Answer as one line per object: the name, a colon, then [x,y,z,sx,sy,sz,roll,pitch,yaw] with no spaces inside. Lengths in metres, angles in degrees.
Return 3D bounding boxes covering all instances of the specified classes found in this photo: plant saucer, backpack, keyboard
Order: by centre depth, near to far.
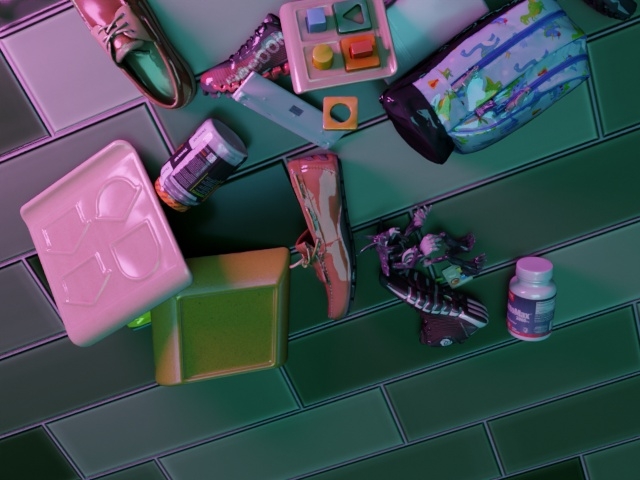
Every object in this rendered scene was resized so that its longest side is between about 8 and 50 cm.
backpack: [0.321,-0.303,1.181,0.273,0.290,0.356,42,95,10]
keyboard: [-0.056,-0.260,1.274,0.255,0.014,0.072,23,123,-36]
plant saucer: [-0.220,0.197,1.448,0.332,0.081,0.333,-6,116,-19]

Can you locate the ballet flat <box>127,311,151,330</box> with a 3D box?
ballet flat: [-0.365,0.150,1.486,0.230,0.077,0.077,-16,101,8]

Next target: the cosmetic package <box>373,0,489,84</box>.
cosmetic package: [0.190,-0.428,1.212,0.237,0.107,0.127,-34,111,10]

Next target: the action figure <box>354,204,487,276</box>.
action figure: [0.222,0.002,1.385,0.275,0.164,0.141,8,134,-15]

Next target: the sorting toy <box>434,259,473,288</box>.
sorting toy: [0.319,0.091,1.502,0.083,0.012,0.062,-30,112,12]

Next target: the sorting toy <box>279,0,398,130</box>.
sorting toy: [0.032,-0.371,1.138,0.195,0.047,0.348,-11,79,2]

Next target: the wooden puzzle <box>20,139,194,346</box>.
wooden puzzle: [-0.458,0.009,1.352,0.322,0.080,0.348,-31,80,15]

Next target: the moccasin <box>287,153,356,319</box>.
moccasin: [0.000,0.001,1.385,0.146,0.139,0.381,-9,114,4]

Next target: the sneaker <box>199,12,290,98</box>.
sneaker: [-0.117,-0.370,1.233,0.275,0.098,0.135,-17,114,4]

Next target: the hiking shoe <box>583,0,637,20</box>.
hiking shoe: [0.509,-0.544,1.156,0.304,0.113,0.132,41,109,-18]

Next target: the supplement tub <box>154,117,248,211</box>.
supplement tub: [-0.255,-0.156,1.319,0.190,0.117,0.117,-41,109,16]

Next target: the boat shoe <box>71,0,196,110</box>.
boat shoe: [-0.364,-0.390,1.206,0.122,0.120,0.324,-37,111,14]

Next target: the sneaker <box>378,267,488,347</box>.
sneaker: [0.245,0.180,1.497,0.281,0.106,0.163,25,127,-2]

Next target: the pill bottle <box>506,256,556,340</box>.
pill bottle: [0.499,0.136,1.475,0.107,0.108,0.180,-4,114,1]
